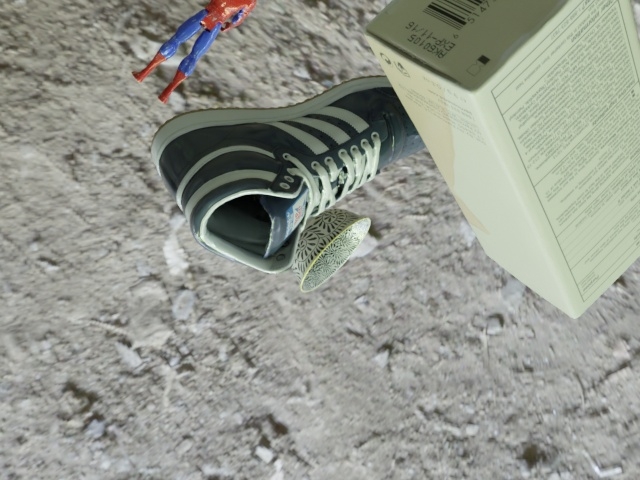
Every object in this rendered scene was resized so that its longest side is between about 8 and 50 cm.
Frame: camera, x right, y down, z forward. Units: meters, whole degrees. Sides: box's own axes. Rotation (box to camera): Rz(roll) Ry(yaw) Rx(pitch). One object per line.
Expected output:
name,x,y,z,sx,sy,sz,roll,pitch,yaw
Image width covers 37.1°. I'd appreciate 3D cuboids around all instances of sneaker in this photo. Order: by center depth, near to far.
sneaker,0.002,-0.060,0.847,0.282,0.153,0.099,-11,130,-14

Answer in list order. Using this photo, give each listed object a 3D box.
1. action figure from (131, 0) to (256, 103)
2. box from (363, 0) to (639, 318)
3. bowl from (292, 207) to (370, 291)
action figure,-0.204,-0.369,1.630,0.091,0.139,0.280,42,94,-21
box,0.173,-0.086,0.752,0.148,0.311,0.121,-44,48,-7
bowl,0.000,0.000,1.625,0.080,0.170,0.170,43,101,16
